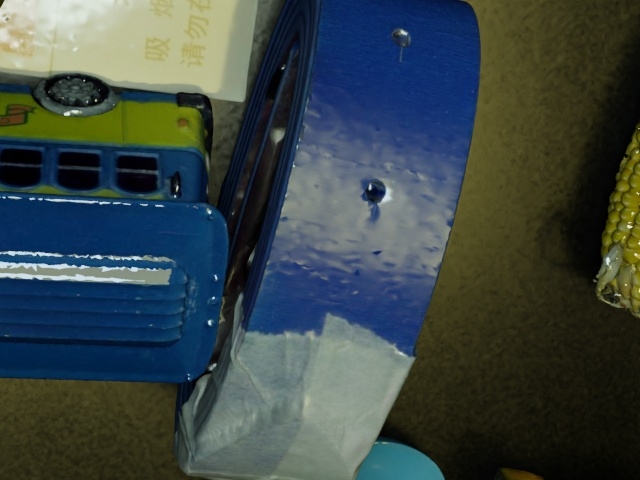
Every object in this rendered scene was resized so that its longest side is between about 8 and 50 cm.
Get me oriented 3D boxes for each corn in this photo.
[{"bbox_3d":[0.275,-0.081,0.985,0.106,0.106,0.293,14,95,-14],"label":"corn"}]

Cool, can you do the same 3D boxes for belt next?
[{"bbox_3d":[0.000,0.000,0.884,0.117,0.212,0.347,13,107,-15],"label":"belt"}]

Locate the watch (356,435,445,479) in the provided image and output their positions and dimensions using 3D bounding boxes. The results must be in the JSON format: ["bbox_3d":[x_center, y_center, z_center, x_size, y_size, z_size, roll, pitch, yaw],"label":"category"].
[{"bbox_3d":[0.014,0.250,0.957,0.211,0.193,0.211,-3,103,-13],"label":"watch"}]

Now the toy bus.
[{"bbox_3d":[-0.208,-0.013,0.839,0.288,0.175,0.138,3,125,-11],"label":"toy bus"}]

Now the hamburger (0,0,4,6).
[{"bbox_3d":[-0.288,-0.273,0.621,0.396,0.396,0.277,22,96,-15],"label":"hamburger"}]

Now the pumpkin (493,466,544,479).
[{"bbox_3d":[0.237,0.259,1.042,0.248,0.131,0.126,11,92,-9],"label":"pumpkin"}]

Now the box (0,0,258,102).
[{"bbox_3d":[-0.216,-0.213,0.875,0.365,0.051,0.204,6,101,-13],"label":"box"}]
